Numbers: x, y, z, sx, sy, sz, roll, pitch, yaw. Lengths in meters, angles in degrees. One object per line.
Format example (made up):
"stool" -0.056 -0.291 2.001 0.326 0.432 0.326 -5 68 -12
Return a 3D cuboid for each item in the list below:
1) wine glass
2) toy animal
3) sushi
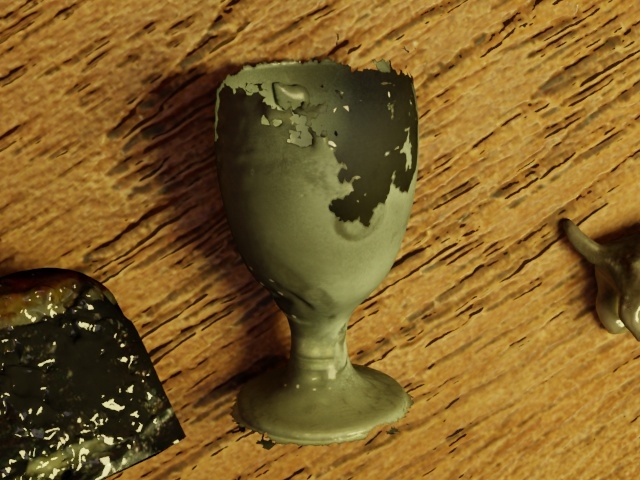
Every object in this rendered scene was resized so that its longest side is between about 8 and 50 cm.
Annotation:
"wine glass" -0.003 0.001 1.056 0.190 0.190 0.357 -4 109 -14
"toy animal" 0.388 0.018 1.203 0.233 0.121 0.168 -20 91 0
"sushi" -0.261 0.134 0.986 0.227 0.215 0.212 -23 87 -19
